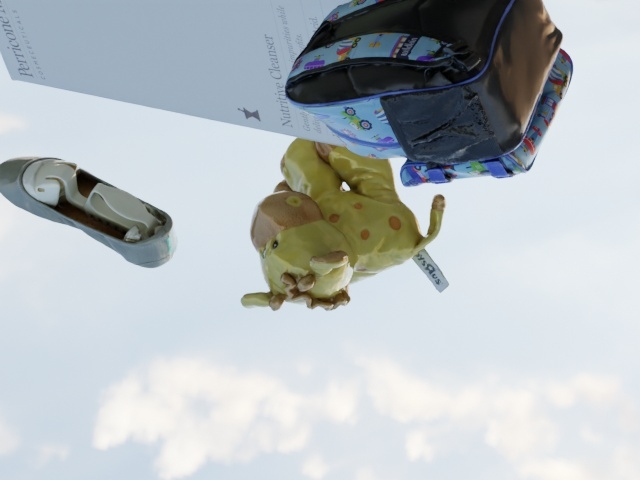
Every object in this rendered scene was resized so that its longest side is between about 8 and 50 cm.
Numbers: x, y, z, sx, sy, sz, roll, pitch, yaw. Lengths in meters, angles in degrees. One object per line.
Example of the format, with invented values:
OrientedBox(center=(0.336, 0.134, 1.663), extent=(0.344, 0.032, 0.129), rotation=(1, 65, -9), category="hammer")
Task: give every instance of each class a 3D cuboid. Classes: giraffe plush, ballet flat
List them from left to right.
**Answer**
OrientedBox(center=(-0.235, -0.045, 1.534), extent=(0.213, 0.068, 0.072), rotation=(27, -121, 14), category="ballet flat")
OrientedBox(center=(0.000, 0.000, 1.472), extent=(0.210, 0.181, 0.170), rotation=(41, -138, 23), category="giraffe plush")

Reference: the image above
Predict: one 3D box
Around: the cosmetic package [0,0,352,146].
OrientedBox(center=(-0.111, -0.231, 1.363), extent=(0.385, 0.217, 0.156), rotation=(10, -126, 20), category="cosmetic package")

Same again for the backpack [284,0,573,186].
OrientedBox(center=(0.070, -0.115, 1.083), extent=(0.173, 0.117, 0.158), rotation=(-7, -140, 33), category="backpack")
